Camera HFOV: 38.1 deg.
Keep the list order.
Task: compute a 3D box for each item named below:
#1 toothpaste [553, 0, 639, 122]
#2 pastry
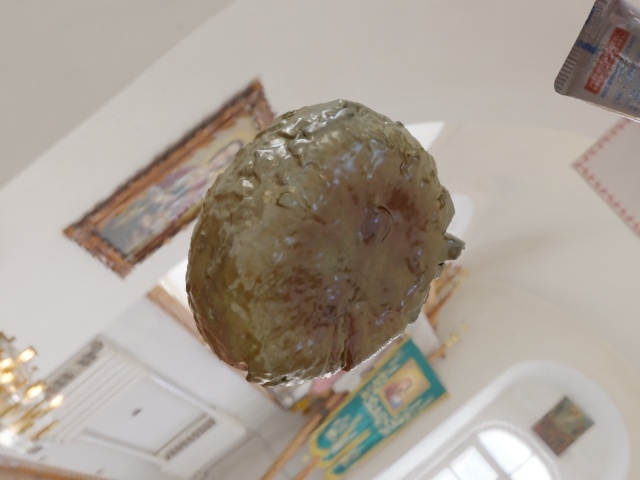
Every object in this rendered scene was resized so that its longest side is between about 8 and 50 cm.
[{"bbox_3d":[0.312,-0.113,0.747,0.234,0.089,0.057,25,15,-2],"label":"toothpaste"},{"bbox_3d":[0.000,0.000,0.980,0.136,0.330,0.330,30,-17,44],"label":"pastry"}]
